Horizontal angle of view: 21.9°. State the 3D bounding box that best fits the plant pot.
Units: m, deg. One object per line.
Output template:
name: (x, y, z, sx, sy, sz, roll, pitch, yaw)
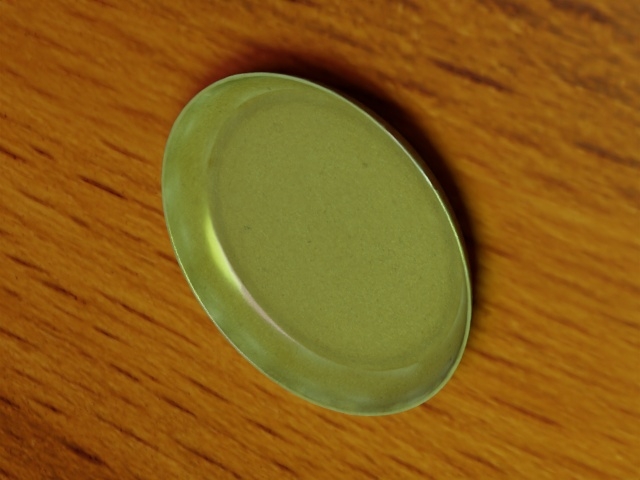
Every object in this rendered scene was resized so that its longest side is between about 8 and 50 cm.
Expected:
plant pot: (0.000, 0.000, 1.030, 0.236, 0.032, 0.236, 21, 129, 29)
